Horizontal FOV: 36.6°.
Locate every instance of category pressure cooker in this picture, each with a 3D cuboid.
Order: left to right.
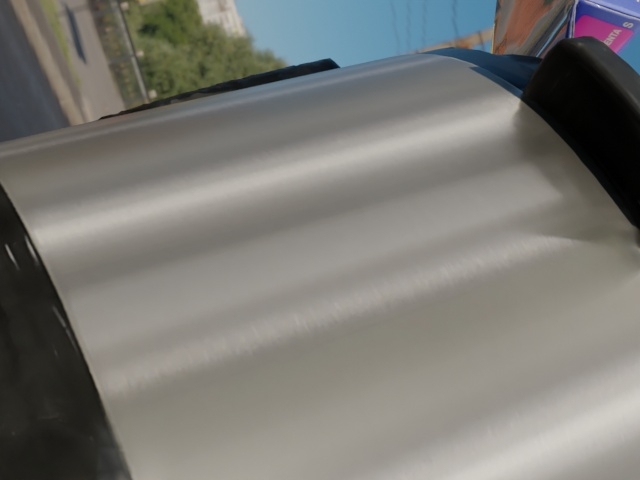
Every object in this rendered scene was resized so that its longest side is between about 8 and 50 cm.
[{"bbox_3d":[0.021,0.094,0.524,0.370,0.420,0.375,11,-65,62],"label":"pressure cooker"}]

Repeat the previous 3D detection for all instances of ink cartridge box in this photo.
[{"bbox_3d":[0.194,-0.207,0.769,0.186,0.065,0.311,119,-12,-62],"label":"ink cartridge box"}]
